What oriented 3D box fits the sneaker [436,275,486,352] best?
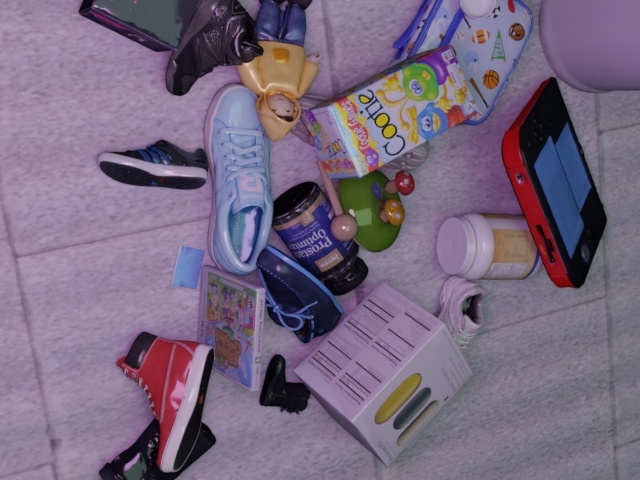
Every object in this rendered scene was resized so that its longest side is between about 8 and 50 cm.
[{"bbox_3d":[0.297,0.193,2.031,0.090,0.115,0.232,10,95,-26],"label":"sneaker"}]

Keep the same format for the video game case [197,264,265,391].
[{"bbox_3d":[-0.171,0.161,1.753,0.023,0.212,0.193,-3,102,-35],"label":"video game case"}]

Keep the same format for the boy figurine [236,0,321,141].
[{"bbox_3d":[-0.083,-0.329,1.740,0.177,0.092,0.285,12,74,-26],"label":"boy figurine"}]

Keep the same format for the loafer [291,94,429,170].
[{"bbox_3d":[0.069,-0.231,1.870,0.319,0.112,0.111,17,55,-22],"label":"loafer"}]

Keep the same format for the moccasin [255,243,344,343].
[{"bbox_3d":[-0.043,0.122,1.782,0.117,0.138,0.342,-49,147,-6],"label":"moccasin"}]

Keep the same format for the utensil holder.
[{"bbox_3d":[0.708,-0.467,1.956,0.327,0.385,0.328,-5,102,-24],"label":"utensil holder"}]

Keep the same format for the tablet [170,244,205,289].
[{"bbox_3d":[-0.256,0.052,1.812,0.054,0.006,0.083,12,93,-26],"label":"tablet"}]

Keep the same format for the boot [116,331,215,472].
[{"bbox_3d":[-0.310,0.300,1.750,0.176,0.088,0.244,10,77,11],"label":"boot"}]

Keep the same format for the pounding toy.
[{"bbox_3d":[0.114,-0.079,1.843,0.237,0.110,0.183,7,69,-52],"label":"pounding toy"}]

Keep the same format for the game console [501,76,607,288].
[{"bbox_3d":[0.519,-0.123,2.023,0.342,0.060,0.386,-47,119,-45],"label":"game console"}]

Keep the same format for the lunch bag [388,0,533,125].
[{"bbox_3d":[0.282,-0.394,1.925,0.243,0.115,0.303,30,85,-24],"label":"lunch bag"}]

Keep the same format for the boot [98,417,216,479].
[{"bbox_3d":[-0.278,0.458,1.823,0.207,0.094,0.246,-42,107,-9],"label":"boot"}]

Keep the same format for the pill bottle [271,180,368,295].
[{"bbox_3d":[0.000,0.000,1.856,0.123,0.123,0.219,-42,113,-13],"label":"pill bottle"}]

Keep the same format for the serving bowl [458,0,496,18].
[{"bbox_3d":[0.306,-0.479,1.852,0.083,0.027,0.083,-2,95,-21],"label":"serving bowl"}]

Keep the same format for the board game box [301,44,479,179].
[{"bbox_3d":[0.127,-0.238,1.745,0.275,0.144,0.142,-30,103,-19],"label":"board game box"}]

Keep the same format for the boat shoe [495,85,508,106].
[{"bbox_3d":[0.369,-0.304,2.027,0.100,0.035,0.035,-45,141,-15],"label":"boat shoe"}]

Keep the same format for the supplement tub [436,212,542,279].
[{"bbox_3d":[0.367,0.013,2.016,0.199,0.144,0.144,1,98,-25],"label":"supplement tub"}]

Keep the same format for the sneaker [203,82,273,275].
[{"bbox_3d":[-0.136,-0.112,1.758,0.135,0.150,0.366,-6,100,-25],"label":"sneaker"}]

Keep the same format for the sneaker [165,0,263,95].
[{"bbox_3d":[-0.189,-0.325,1.669,0.130,0.087,0.227,39,122,1],"label":"sneaker"}]

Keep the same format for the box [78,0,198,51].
[{"bbox_3d":[-0.285,-0.484,1.627,0.165,0.143,0.270,23,90,-26],"label":"box"}]

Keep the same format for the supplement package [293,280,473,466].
[{"bbox_3d":[0.130,0.268,1.893,0.262,0.198,0.199,-44,134,-12],"label":"supplement package"}]

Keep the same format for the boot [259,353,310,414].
[{"bbox_3d":[-0.065,0.297,1.922,0.099,0.045,0.121,14,97,-26],"label":"boot"}]

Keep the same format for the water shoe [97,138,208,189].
[{"bbox_3d":[-0.309,-0.145,1.729,0.203,0.073,0.080,9,61,-19],"label":"water shoe"}]
